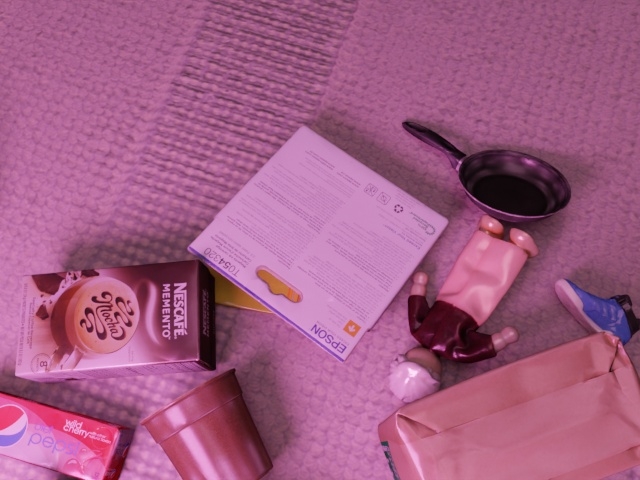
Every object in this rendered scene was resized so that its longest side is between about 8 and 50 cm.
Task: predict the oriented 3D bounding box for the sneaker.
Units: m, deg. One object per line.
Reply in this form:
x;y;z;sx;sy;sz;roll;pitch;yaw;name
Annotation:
0.476;0.108;1.153;0.084;0.058;0.152;-39;79;-5;sneaker

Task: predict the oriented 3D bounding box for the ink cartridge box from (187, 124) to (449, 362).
0.000;0.000;1.170;0.324;0.071;0.330;35;67;11;ink cartridge box

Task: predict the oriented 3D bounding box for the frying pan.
0.279;-0.112;1.210;0.326;0.053;0.197;15;42;12;frying pan

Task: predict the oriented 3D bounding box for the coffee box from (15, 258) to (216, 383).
-0.328;0.136;1.118;0.297;0.119;0.168;-6;71;4;coffee box

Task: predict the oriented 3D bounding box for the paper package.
0.253;0.277;0.961;0.309;0.325;0.168;-18;73;-6;paper package

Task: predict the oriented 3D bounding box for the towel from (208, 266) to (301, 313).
-0.084;0.081;1.195;0.237;0.021;0.102;10;67;5;towel

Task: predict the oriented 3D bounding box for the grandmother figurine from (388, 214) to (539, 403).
0.233;0.127;1.135;0.207;0.104;0.342;27;75;44;grandmother figurine

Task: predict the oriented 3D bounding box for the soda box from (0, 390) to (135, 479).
-0.445;0.312;1.089;0.263;0.083;0.092;14;72;6;soda box

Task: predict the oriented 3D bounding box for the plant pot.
-0.165;0.311;1.052;0.167;0.167;0.165;-30;81;-9;plant pot
